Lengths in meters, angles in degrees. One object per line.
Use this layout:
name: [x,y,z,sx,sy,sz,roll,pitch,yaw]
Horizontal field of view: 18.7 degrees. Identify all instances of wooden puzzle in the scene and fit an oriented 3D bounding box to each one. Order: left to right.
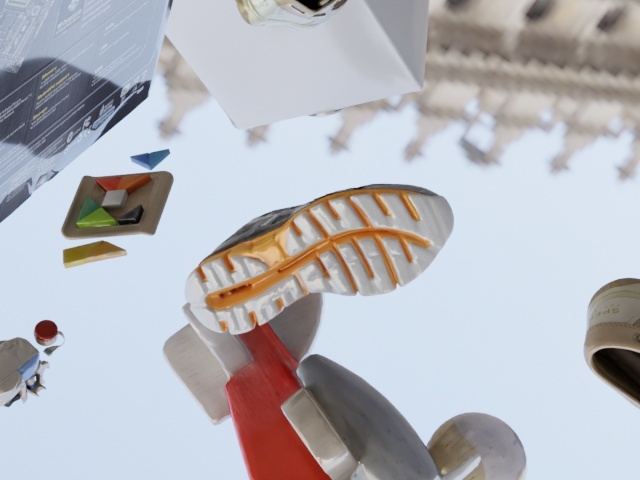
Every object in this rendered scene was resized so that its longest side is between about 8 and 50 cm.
wooden puzzle: [-0.150,-0.027,1.434,0.079,0.014,0.116,-6,-138,11]

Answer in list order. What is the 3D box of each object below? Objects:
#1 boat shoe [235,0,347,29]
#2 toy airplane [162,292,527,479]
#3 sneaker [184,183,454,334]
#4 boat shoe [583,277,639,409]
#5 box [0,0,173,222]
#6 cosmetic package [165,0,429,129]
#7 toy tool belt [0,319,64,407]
boat shoe: [-0.008,-0.174,1.353,0.135,0.045,0.050,-25,-81,-58]
toy airplane: [0.031,0.186,1.609,0.272,0.384,0.386,-16,-148,3]
sneaker: [0.000,0.000,1.446,0.084,0.215,0.083,66,-156,-19]
boat shoe: [0.399,0.174,1.913,0.341,0.121,0.110,32,-143,-5]
box: [-0.117,-0.103,0.763,0.056,0.183,0.231,23,-149,9]
cosmetic package: [-0.062,-0.269,1.654,0.365,0.197,0.155,53,-146,-48]
toy tool belt: [-0.241,0.103,1.554,0.052,0.051,0.083,36,-118,22]
